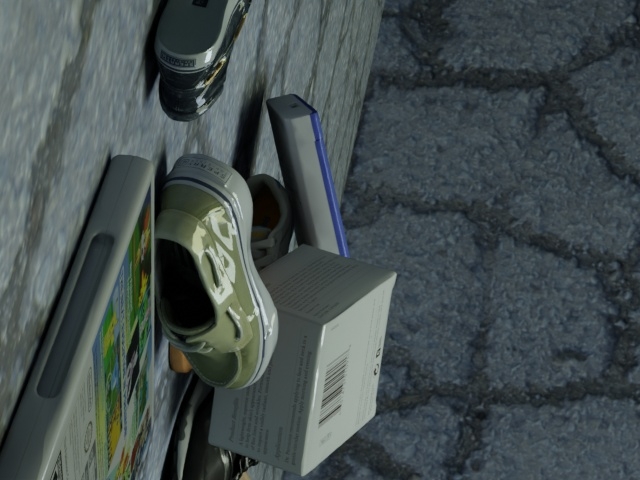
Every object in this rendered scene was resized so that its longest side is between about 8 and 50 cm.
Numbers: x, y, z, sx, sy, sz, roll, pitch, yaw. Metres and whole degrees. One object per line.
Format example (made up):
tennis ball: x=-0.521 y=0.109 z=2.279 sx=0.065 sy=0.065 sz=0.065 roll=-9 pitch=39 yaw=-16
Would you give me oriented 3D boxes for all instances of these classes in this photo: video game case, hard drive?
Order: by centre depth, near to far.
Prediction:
video game case: x=-0.173 y=0.153 z=1.357 sx=0.329 sy=0.036 sz=0.300 roll=96 pitch=7 yaw=-49
hard drive: x=0.000 y=0.000 z=2.137 sx=0.210 sy=0.040 sz=0.318 roll=-128 pitch=-155 yaw=-77

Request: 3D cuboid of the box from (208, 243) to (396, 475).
box: x=-0.019 y=0.123 z=1.969 sx=0.182 sy=0.119 sz=0.181 roll=-33 pitch=136 yaw=-58

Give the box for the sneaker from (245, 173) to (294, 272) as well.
sneaker: x=-0.079 y=0.035 z=2.086 sx=0.092 sy=0.087 sz=0.228 roll=81 pitch=12 yaw=-59

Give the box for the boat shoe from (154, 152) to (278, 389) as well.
boat shoe: x=-0.109 y=0.048 z=1.650 sx=0.094 sy=0.109 sz=0.302 roll=-58 pitch=156 yaw=-32

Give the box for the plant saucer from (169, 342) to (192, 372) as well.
plant saucer: x=-0.112 y=0.038 z=1.891 sx=0.200 sy=0.037 sz=0.200 roll=11 pitch=90 yaw=-87

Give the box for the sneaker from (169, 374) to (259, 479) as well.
sneaker: x=-0.088 y=0.205 z=2.069 sx=0.283 sy=0.124 sz=0.107 roll=-73 pitch=173 yaw=-53

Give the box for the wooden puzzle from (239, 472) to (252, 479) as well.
wooden puzzle: x=-0.104 y=0.436 z=2.207 sx=0.322 sy=0.081 sz=0.347 roll=-83 pitch=156 yaw=-47

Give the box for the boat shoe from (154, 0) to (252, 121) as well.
boat shoe: x=-0.088 y=-0.180 z=1.462 sx=0.083 sy=0.065 sz=0.183 roll=100 pitch=9 yaw=-52

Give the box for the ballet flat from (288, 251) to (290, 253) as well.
ballet flat: x=-0.061 y=0.057 z=2.316 sx=0.280 sy=0.095 sz=0.096 roll=62 pitch=27 yaw=-84
